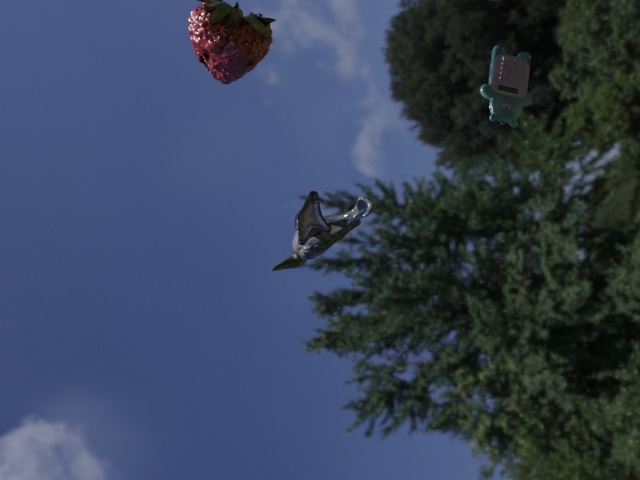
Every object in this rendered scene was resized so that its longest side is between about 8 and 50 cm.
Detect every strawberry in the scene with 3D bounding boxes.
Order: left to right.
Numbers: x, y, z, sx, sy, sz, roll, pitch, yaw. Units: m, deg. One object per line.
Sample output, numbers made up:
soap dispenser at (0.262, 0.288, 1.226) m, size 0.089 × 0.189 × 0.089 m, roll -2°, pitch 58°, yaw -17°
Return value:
strawberry at (-0.199, -0.375, 1.558) m, size 0.174 × 0.228 × 0.098 m, roll 25°, pitch -115°, yaw -18°

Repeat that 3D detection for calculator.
calculator at (0.319, -0.262, 1.361) m, size 0.019 × 0.094 × 0.141 m, roll 129°, pitch 151°, yaw -76°

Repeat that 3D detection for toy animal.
toy animal at (-0.007, -0.002, 1.107) m, size 0.105 × 0.202 × 0.070 m, roll -4°, pitch -116°, yaw -24°
